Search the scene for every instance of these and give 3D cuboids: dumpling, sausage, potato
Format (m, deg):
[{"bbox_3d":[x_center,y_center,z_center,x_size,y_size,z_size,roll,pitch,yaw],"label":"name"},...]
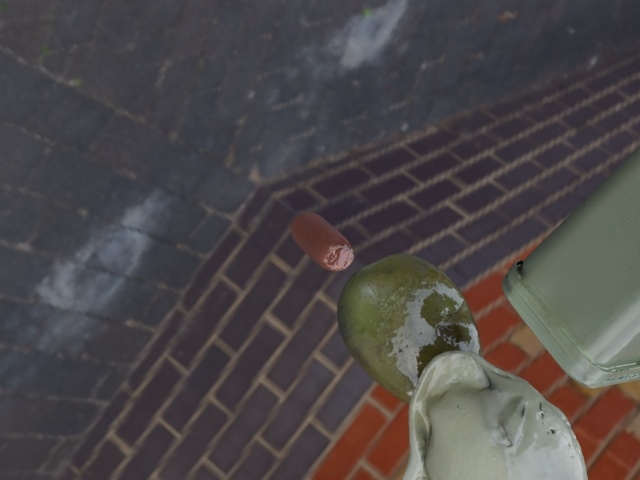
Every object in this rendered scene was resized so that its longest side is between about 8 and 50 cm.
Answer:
[{"bbox_3d":[0.218,0.308,1.561,0.243,0.318,0.187,-42,161,28],"label":"dumpling"},{"bbox_3d":[0.000,0.000,1.908,0.062,0.154,0.062,-10,115,-21],"label":"sausage"},{"bbox_3d":[0.134,0.140,1.682,0.159,0.251,0.174,-28,174,-44],"label":"potato"}]

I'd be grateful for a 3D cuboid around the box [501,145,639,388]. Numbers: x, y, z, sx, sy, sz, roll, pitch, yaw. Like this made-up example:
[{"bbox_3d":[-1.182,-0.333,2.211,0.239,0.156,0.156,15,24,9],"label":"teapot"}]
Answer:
[{"bbox_3d":[0.446,-0.004,1.464,0.352,0.177,0.344,3,132,-54],"label":"box"}]
